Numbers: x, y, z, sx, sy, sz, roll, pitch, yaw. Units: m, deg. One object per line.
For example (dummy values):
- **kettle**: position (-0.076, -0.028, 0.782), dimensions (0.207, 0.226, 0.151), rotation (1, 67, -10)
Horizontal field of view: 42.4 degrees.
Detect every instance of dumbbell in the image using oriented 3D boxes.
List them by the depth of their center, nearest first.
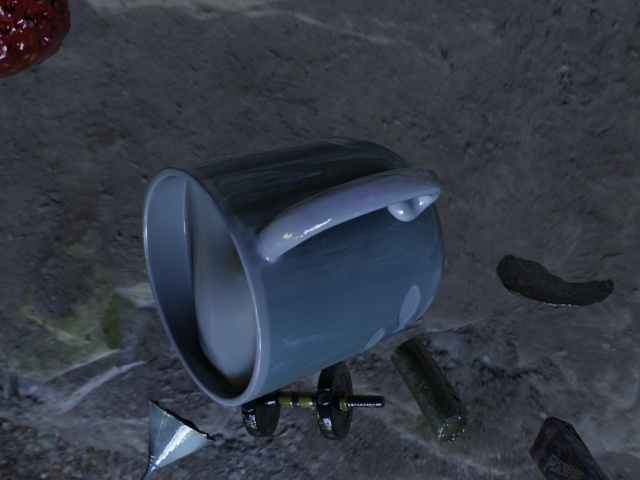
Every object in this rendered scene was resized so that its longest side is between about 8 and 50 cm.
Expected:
- **dumbbell**: position (-0.042, 0.291, 1.510), dimensions (0.325, 0.143, 0.143), rotation (-2, 84, 18)

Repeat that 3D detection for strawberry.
- **strawberry**: position (-0.626, -0.479, 1.582), dimensions (0.317, 0.345, 0.296), rotation (3, 71, -28)

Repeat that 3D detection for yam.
- **yam**: position (0.136, 0.182, 1.027), dimensions (0.054, 0.054, 0.132), rotation (-35, 56, 6)

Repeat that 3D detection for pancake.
- **pancake**: position (0.390, 0.065, 1.402), dimensions (0.184, 0.190, 0.020), rotation (-11, 120, -22)

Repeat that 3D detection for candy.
- **candy**: position (0.445, 0.415, 1.423), dimensions (0.061, 0.312, 0.088), rotation (20, 103, -9)

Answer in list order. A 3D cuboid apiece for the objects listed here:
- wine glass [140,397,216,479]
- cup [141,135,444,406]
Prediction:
- **wine glass**: position (-0.313, 0.423, 1.503), dimensions (0.156, 0.156, 0.232), rotation (29, 76, 12)
- **cup**: position (0.000, 0.000, 0.895), dimensions (0.274, 0.356, 0.260), rotation (-17, 80, -33)
